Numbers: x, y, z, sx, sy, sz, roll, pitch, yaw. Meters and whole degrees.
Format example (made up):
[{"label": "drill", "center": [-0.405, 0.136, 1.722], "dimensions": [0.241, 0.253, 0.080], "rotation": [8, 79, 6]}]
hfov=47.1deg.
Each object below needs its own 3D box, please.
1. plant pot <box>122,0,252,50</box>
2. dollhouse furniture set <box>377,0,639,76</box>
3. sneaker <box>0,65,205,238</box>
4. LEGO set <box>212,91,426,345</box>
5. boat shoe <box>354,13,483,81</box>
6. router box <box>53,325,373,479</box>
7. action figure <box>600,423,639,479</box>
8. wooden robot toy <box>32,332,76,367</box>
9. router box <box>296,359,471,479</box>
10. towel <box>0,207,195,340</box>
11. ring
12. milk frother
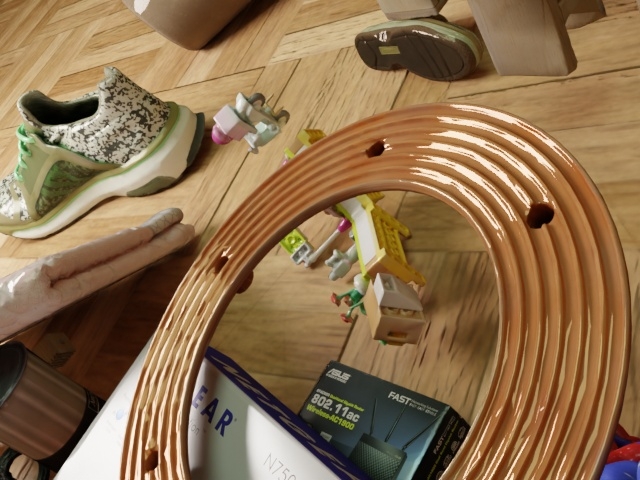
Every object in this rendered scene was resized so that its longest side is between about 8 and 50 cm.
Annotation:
[{"label": "plant pot", "center": [-0.196, -0.434, 1.152], "dimensions": [0.229, 0.263, 0.263], "rotation": [-51, 35, 14]}, {"label": "dollhouse furniture set", "center": [0.189, -0.351, 0.604], "dimensions": [0.394, 0.256, 0.362], "rotation": [10, 58, 44]}, {"label": "sneaker", "center": [-0.362, -0.137, 1.027], "dimensions": [0.410, 0.182, 0.158], "rotation": [-19, 43, 27]}, {"label": "LEGO set", "center": [0.000, 0.000, 0.653], "dimensions": [0.107, 0.132, 0.287], "rotation": [-46, 58, 20]}, {"label": "boat shoe", "center": [0.116, -0.225, 0.808], "dimensions": [0.072, 0.068, 0.190], "rotation": [-39, 36, -17]}, {"label": "router box", "center": [-0.088, 0.250, 0.459], "dimensions": [0.335, 0.082, 0.301], "rotation": [25, 80, 50]}, {"label": "action figure", "center": [0.154, 0.144, 0.324], "dimensions": [0.091, 0.280, 0.139], "rotation": [-15, 80, -9]}, {"label": "wooden robot toy", "center": [-0.320, 0.184, 0.791], "dimensions": [0.173, 0.076, 0.079], "rotation": [-43, 73, -3]}, {"label": "router box", "center": [0.034, 0.147, 0.527], "dimensions": [0.122, 0.038, 0.092], "rotation": [12, 62, 46]}, {"label": "towel", "center": [-0.321, 0.073, 0.755], "dimensions": [0.332, 0.053, 0.317], "rotation": [-27, 4, 17]}, {"label": "ring", "center": [0.007, 0.068, 0.411], "dimensions": [0.336, 0.032, 0.337], "rotation": [-26, 45, 29]}, {"label": "milk frother", "center": [-0.283, 0.181, 0.685], "dimensions": [0.129, 0.135, 0.143], "rotation": [16, 64, 48]}]
